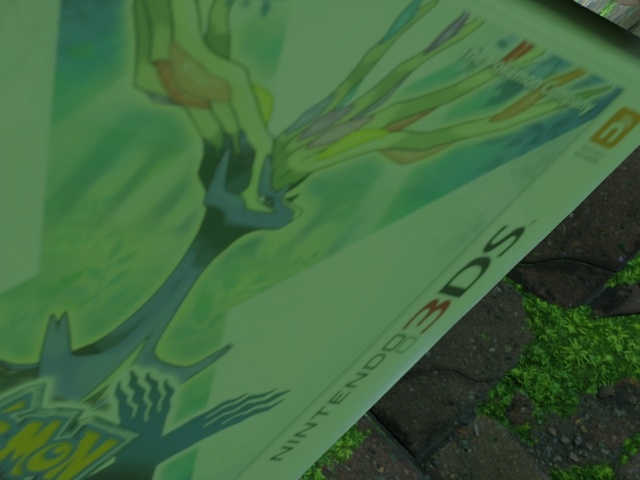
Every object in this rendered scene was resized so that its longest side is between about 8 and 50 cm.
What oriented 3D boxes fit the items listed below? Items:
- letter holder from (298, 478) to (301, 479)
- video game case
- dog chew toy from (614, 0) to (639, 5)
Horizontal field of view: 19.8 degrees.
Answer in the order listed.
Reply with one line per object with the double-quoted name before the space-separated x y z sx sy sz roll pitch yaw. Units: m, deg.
"letter holder" -0.110 0.320 1.781 0.214 0.152 0.302 -41 -154 -19
"video game case" -0.055 0.010 0.621 0.300 0.036 0.329 -46 148 20
"dog chew toy" 0.286 -0.246 1.025 0.332 0.206 0.206 -39 177 29
